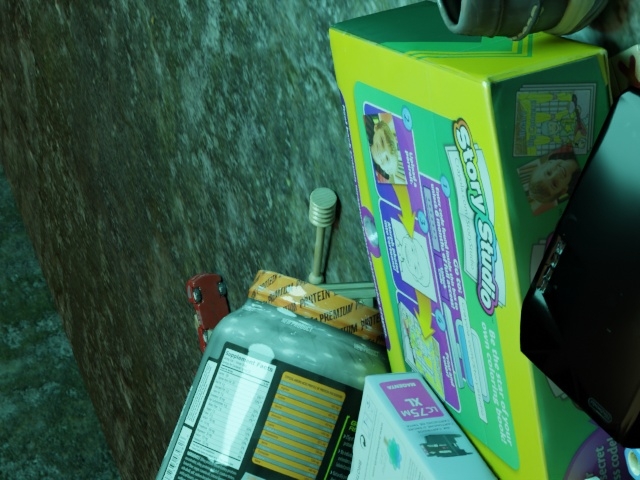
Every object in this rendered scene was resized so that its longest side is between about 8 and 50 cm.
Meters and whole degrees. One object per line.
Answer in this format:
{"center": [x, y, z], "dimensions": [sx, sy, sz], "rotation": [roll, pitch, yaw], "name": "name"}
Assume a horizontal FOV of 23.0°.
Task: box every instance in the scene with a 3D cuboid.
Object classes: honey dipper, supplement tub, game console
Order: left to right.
{"center": [-0.044, 0.200, 1.487], "dimensions": [0.316, 0.194, 0.193], "rotation": [-69, 19, -6], "name": "supplement tub"}
{"center": [0.000, 0.000, 1.789], "dimensions": [0.160, 0.030, 0.030], "rotation": [94, 153, -54], "name": "honey dipper"}
{"center": [0.272, 0.073, 0.970], "dimensions": [0.361, 0.044, 0.213], "rotation": [44, 124, 41], "name": "game console"}

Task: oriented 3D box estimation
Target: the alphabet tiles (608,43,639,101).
{"center": [0.224, -0.033, 1.158], "dimensions": [0.237, 0.009, 0.198], "rotation": [160, 93, -71], "name": "alphabet tiles"}

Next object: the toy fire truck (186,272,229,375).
{"center": [-0.161, 0.140, 2.317], "dimensions": [0.135, 0.047, 0.192], "rotation": [179, 76, -72], "name": "toy fire truck"}

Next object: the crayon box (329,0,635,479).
{"center": [0.135, 0.008, 1.270], "dimensions": [0.313, 0.106, 0.362], "rotation": [-145, 41, -64], "name": "crayon box"}

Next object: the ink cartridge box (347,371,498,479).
{"center": [0.106, 0.268, 1.268], "dimensions": [0.311, 0.065, 0.185], "rotation": [-124, 36, -53], "name": "ink cartridge box"}

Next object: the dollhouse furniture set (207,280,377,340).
{"center": [-0.020, 0.154, 1.694], "dimensions": [0.242, 0.161, 0.212], "rotation": [-173, 80, -76], "name": "dollhouse furniture set"}

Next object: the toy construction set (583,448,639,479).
{"center": [0.264, 0.306, 1.072], "dimensions": [0.327, 0.151, 0.215], "rotation": [-97, 4, -53], "name": "toy construction set"}

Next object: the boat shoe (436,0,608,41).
{"center": [0.099, -0.309, 1.101], "dimensions": [0.132, 0.130, 0.355], "rotation": [151, 102, -70], "name": "boat shoe"}
